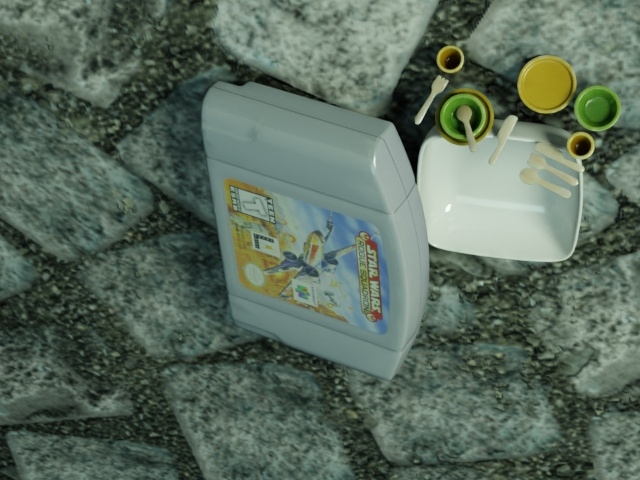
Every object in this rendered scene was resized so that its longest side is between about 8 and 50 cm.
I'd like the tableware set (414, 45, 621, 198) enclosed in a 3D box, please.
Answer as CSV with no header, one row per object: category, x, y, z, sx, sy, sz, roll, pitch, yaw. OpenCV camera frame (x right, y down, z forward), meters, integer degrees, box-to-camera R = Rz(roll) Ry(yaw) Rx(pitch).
tableware set,0.160,-0.109,1.367,0.154,0.104,0.024,29,-179,12

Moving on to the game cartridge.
game cartridge,0.000,0.000,1.508,0.198,0.062,0.297,21,141,25

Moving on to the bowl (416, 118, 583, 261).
bowl,0.156,-0.052,1.446,0.142,0.053,0.142,6,137,10
